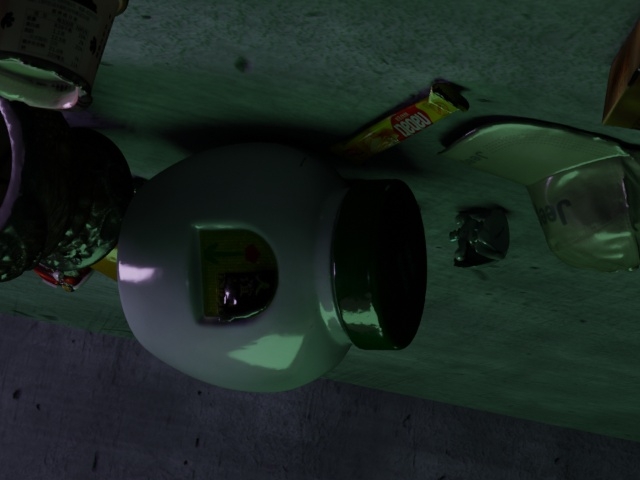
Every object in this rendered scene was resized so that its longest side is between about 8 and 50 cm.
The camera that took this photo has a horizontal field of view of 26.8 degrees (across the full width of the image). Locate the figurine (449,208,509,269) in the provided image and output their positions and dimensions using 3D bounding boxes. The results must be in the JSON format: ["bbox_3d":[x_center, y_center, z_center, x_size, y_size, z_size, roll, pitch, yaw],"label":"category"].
[{"bbox_3d":[0.210,0.001,1.827,0.086,0.094,0.082,1,125,43],"label":"figurine"}]

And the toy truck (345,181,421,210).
[{"bbox_3d":[0.000,0.000,1.904,0.155,0.124,0.268,15,165,-42],"label":"toy truck"}]

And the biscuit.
[{"bbox_3d":[0.085,-0.129,1.521,0.048,0.026,0.292,34,160,-13],"label":"biscuit"}]

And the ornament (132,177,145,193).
[{"bbox_3d":[-0.252,-0.075,1.978,0.125,0.028,0.073,1,165,39],"label":"ornament"}]

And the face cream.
[{"bbox_3d":[-0.063,0.032,1.682,0.357,0.313,0.219,-2,-178,22],"label":"face cream"}]

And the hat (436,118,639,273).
[{"bbox_3d":[0.259,-0.041,1.550,0.244,0.149,0.214,2,168,-14],"label":"hat"}]

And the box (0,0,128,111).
[{"bbox_3d":[-0.259,-0.200,1.242,0.151,0.135,0.151,8,165,2],"label":"box"}]

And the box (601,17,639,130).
[{"bbox_3d":[0.386,-0.134,1.196,0.240,0.071,0.159,10,165,1],"label":"box"}]

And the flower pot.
[{"bbox_3d":[-0.382,-0.067,1.657,0.266,0.267,0.267,3,174,26],"label":"flower pot"}]

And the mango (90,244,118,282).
[{"bbox_3d":[-0.257,0.022,2.143,0.195,0.142,0.331,-9,155,42],"label":"mango"}]

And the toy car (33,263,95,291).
[{"bbox_3d":[-0.469,0.014,2.366,0.139,0.112,0.112,12,155,32],"label":"toy car"}]
